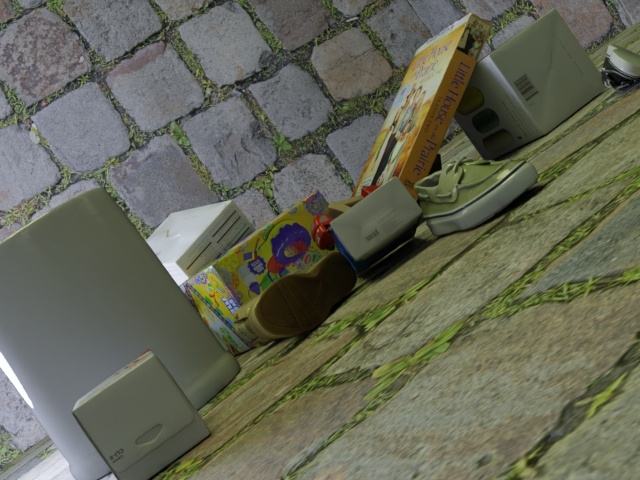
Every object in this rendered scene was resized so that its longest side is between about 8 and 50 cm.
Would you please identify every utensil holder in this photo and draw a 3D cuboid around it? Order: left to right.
[{"bbox_3d":[-0.377,0.153,1.639,0.328,0.385,0.327,-36,3,2],"label":"utensil holder"}]

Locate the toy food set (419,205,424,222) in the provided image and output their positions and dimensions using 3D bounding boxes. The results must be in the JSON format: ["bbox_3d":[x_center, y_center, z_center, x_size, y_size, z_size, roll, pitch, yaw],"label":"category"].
[{"bbox_3d":[0.200,-0.048,2.017,0.078,0.019,0.122,-36,10,-8],"label":"toy food set"}]

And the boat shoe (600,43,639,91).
[{"bbox_3d":[0.548,-0.305,1.779,0.219,0.078,0.070,-53,-17,-71],"label":"boat shoe"}]

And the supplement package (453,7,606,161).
[{"bbox_3d":[0.424,-0.322,2.100,0.198,0.199,0.263,-37,3,-18],"label":"supplement package"}]

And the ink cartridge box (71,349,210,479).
[{"bbox_3d":[-0.236,0.230,1.290,0.128,0.127,0.176,-35,4,-12],"label":"ink cartridge box"}]

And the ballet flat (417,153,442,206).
[{"bbox_3d":[0.226,-0.111,2.148,0.074,0.074,0.203,-32,14,50],"label":"ballet flat"}]

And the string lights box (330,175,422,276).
[{"bbox_3d":[0.093,-0.016,1.672,0.133,0.076,0.259,-35,-8,-3],"label":"string lights box"}]

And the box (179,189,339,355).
[{"bbox_3d":[-0.115,0.080,1.950,0.290,0.177,0.279,-37,4,-34],"label":"box"}]

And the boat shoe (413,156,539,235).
[{"bbox_3d":[0.214,-0.075,1.463,0.109,0.094,0.302,-36,3,-21],"label":"boat shoe"}]

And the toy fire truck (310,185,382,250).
[{"bbox_3d":[0.057,-0.045,1.874,0.192,0.135,0.047,-8,-53,-25],"label":"toy fire truck"}]

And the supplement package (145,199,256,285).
[{"bbox_3d":[-0.283,0.042,2.186,0.262,0.145,0.204,-9,36,52],"label":"supplement package"}]

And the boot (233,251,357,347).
[{"bbox_3d":[-0.077,0.120,1.603,0.203,0.095,0.262,-32,2,35],"label":"boot"}]

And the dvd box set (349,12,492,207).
[{"bbox_3d":[0.204,-0.254,2.102,0.420,0.062,0.308,-66,13,-10],"label":"dvd box set"}]
